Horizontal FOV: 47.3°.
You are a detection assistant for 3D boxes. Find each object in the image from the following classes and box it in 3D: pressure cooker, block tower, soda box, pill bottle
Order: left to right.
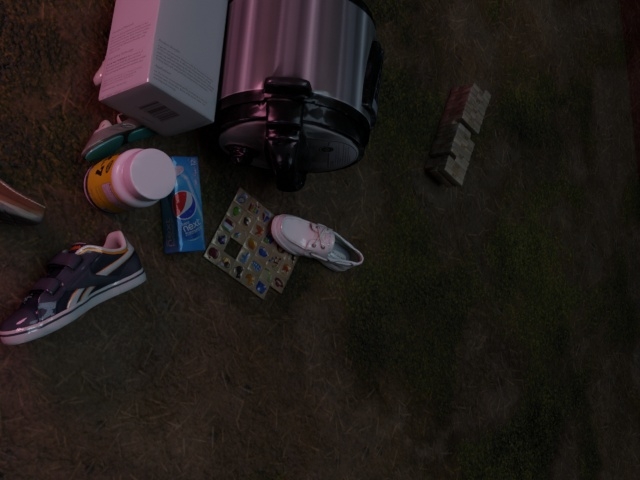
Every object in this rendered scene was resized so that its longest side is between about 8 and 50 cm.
[{"bbox_3d":[-0.383,-0.120,1.473,0.119,0.208,0.119,4,84,-40],"label":"pill bottle"},{"bbox_3d":[-0.309,-0.078,1.620,0.067,0.071,0.210,-5,90,-40],"label":"soda box"},{"bbox_3d":[-0.062,-0.323,1.651,0.369,0.375,0.421,19,70,-44],"label":"pressure cooker"},{"bbox_3d":[0.418,-0.327,2.231,0.097,0.090,0.336,37,64,-32],"label":"block tower"}]

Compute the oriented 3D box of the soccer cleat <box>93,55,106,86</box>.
[{"bbox_3d":[-0.429,-0.399,1.555,0.076,0.068,0.196,48,52,-21],"label":"soccer cleat"}]

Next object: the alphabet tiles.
[{"bbox_3d":[-0.154,0.019,1.782,0.237,0.009,0.198,40,63,-31],"label":"alphabet tiles"}]

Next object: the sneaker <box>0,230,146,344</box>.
[{"bbox_3d":[-0.493,0.084,1.423,0.321,0.126,0.128,-34,112,-47],"label":"sneaker"}]

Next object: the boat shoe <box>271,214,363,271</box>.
[{"bbox_3d":[0.000,0.000,1.848,0.277,0.096,0.098,24,67,-38],"label":"boat shoe"}]

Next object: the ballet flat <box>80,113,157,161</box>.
[{"bbox_3d":[-0.428,-0.231,1.549,0.213,0.072,0.068,-32,79,-37],"label":"ballet flat"}]

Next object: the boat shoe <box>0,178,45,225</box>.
[{"bbox_3d":[-0.642,-0.128,1.320,0.324,0.123,0.117,31,66,-35],"label":"boat shoe"}]

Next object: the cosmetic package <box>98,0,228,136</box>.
[{"bbox_3d":[-0.314,-0.429,1.521,0.197,0.155,0.366,28,59,-50],"label":"cosmetic package"}]
